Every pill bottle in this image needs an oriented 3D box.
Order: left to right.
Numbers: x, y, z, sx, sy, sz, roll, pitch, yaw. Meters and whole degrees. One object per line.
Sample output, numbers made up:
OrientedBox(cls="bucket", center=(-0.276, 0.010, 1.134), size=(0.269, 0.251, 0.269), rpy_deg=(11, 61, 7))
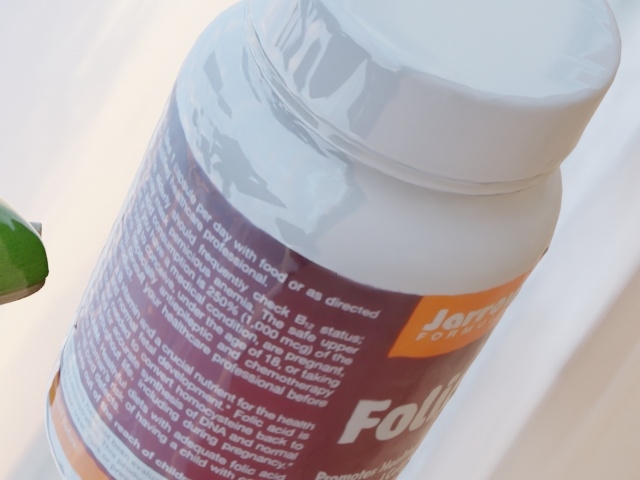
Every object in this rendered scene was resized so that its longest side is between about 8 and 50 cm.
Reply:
OrientedBox(cls="pill bottle", center=(0.000, 0.000, 1.125), size=(0.392, 0.224, 0.224), rpy_deg=(-62, 0, 40))

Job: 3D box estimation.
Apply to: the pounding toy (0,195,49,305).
OrientedBox(cls="pounding toy", center=(-0.214, -0.030, 0.877), size=(0.237, 0.183, 0.110), rpy_deg=(-131, 38, -81))
